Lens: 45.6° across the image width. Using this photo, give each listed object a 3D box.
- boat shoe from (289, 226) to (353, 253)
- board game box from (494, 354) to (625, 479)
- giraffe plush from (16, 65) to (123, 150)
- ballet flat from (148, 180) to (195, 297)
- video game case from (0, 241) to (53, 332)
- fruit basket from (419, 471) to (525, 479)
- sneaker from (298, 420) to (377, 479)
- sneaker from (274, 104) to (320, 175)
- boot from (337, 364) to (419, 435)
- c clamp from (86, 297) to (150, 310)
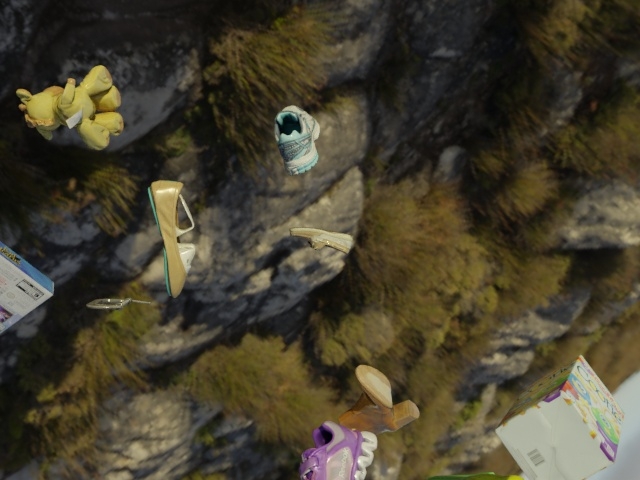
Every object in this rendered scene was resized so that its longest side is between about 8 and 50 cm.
[{"bbox_3d":[0.000,0.000,1.584,0.050,0.136,0.045,161,-63,-83],"label":"boat shoe"},{"bbox_3d":[0.441,0.328,1.378,0.142,0.144,0.275,-39,169,22],"label":"board game box"},{"bbox_3d":[-0.565,-0.287,1.685,0.210,0.171,0.181,-41,130,-63],"label":"giraffe plush"},{"bbox_3d":[-0.277,-0.002,1.469,0.073,0.232,0.080,-9,-165,-6],"label":"ballet flat"},{"bbox_3d":[-0.844,0.110,1.868,0.244,0.061,0.269,-35,126,9],"label":"video game case"},{"bbox_3d":[0.366,0.701,1.882,0.392,0.392,0.282,12,82,-64],"label":"fruit basket"},{"bbox_3d":[0.008,0.371,1.157,0.095,0.105,0.236,-46,-165,37],"label":"sneaker"},{"bbox_3d":[-0.064,-0.286,1.912,0.110,0.283,0.122,-20,126,5],"label":"sneaker"},{"bbox_3d":[0.128,0.488,2.231,0.211,0.104,0.295,-30,126,27],"label":"boot"},{"bbox_3d":[-0.535,0.164,1.996,0.161,0.137,0.022,-44,139,-85],"label":"c clamp"}]
